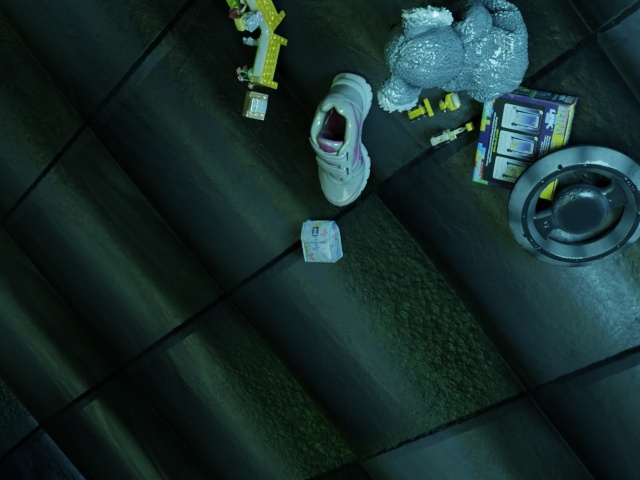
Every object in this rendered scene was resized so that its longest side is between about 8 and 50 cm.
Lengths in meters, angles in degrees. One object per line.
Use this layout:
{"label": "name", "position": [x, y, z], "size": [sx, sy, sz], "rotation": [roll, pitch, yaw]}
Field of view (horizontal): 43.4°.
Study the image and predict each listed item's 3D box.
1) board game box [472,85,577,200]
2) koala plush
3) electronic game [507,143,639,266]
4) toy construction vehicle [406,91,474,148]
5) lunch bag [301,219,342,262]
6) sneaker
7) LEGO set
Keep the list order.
{"label": "board game box", "position": [0.334, -0.166, 1.328], "size": [0.141, 0.048, 0.170], "rotation": [16, 124, 20]}
{"label": "koala plush", "position": [0.182, -0.288, 1.206], "size": [0.203, 0.221, 0.196], "rotation": [46, 132, 27]}
{"label": "electronic game", "position": [0.420, -0.053, 1.309], "size": [0.229, 0.048, 0.229], "rotation": [4, 123, 6]}
{"label": "toy construction vehicle", "position": [0.209, -0.210, 1.391], "size": [0.098, 0.035, 0.086], "rotation": [-23, 92, 35]}
{"label": "lunch bag", "position": [0.000, 0.000, 1.618], "size": [0.071, 0.053, 0.083], "rotation": [2, 108, 28]}
{"label": "sneaker", "position": [0.026, -0.171, 1.466], "size": [0.102, 0.111, 0.252], "rotation": [13, 122, 24]}
{"label": "LEGO set", "position": [-0.141, -0.368, 1.454], "size": [0.107, 0.132, 0.287], "rotation": [15, 130, 33]}
